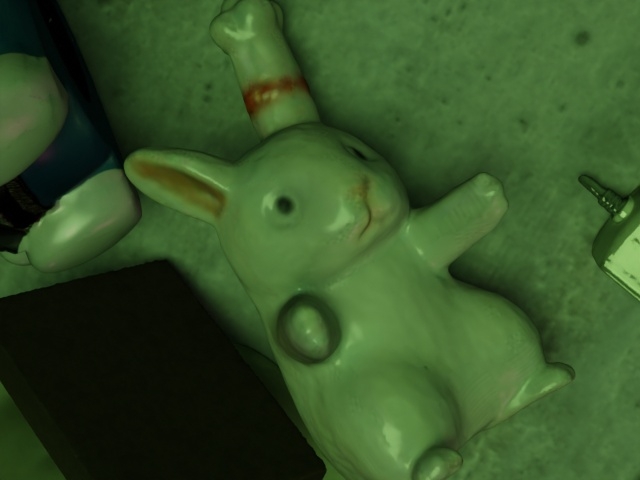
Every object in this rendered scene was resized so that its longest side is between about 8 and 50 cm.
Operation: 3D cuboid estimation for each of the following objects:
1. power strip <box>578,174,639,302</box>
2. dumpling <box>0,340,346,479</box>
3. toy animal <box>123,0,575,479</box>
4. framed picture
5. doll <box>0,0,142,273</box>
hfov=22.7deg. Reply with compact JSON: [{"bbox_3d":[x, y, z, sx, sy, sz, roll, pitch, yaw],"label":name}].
[{"bbox_3d":[0.238,0.046,0.867,0.252,0.027,0.060,40,107,0],"label":"power strip"},{"bbox_3d":[-0.124,0.145,0.900,0.175,0.243,0.227,-27,82,39],"label":"dumpling"},{"bbox_3d":[0.011,0.005,0.842,0.138,0.140,0.282,-8,113,58],"label":"toy animal"},{"bbox_3d":[-0.094,0.085,0.858,0.168,0.128,0.023,49,134,29],"label":"framed picture"},{"bbox_3d":[-0.280,-0.054,0.846,0.310,0.284,0.240,-22,54,2],"label":"doll"}]
